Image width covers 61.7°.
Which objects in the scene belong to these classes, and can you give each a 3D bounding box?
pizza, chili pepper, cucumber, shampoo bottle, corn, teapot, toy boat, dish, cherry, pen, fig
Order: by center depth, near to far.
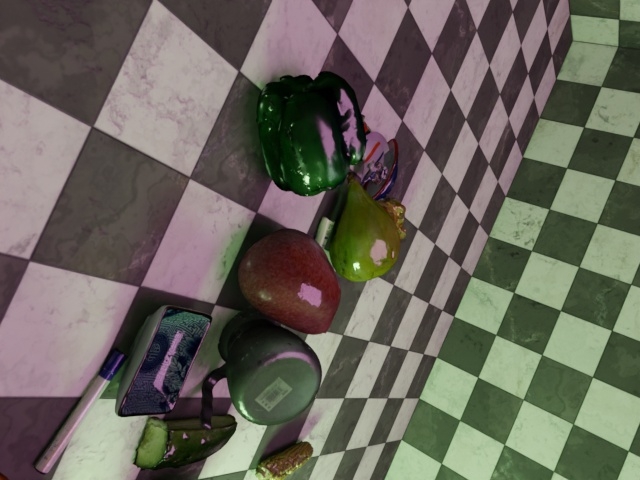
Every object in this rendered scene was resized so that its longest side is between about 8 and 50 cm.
[{"bbox_3d":[-0.481,0.342,1.080,0.269,0.033,0.033,-59,147,-15],"label":"pen"},{"bbox_3d":[-0.355,0.251,1.162,0.244,0.080,0.182,-68,155,-6],"label":"dish"},{"bbox_3d":[-0.027,-0.248,1.232,0.249,0.233,0.257,-60,145,-42],"label":"chili pepper"},{"bbox_3d":[-0.071,0.099,1.320,0.221,0.307,0.261,-41,177,15],"label":"cherry"},{"bbox_3d":[-0.161,0.328,1.352,0.223,0.285,0.306,16,104,-30],"label":"teapot"},{"bbox_3d":[-0.319,0.516,1.373,0.325,0.105,0.145,24,88,-61],"label":"cucumber"},{"bbox_3d":[0.000,0.000,1.594,0.049,0.034,0.141,16,96,-65],"label":"shampoo bottle"},{"bbox_3d":[0.110,-0.015,1.612,0.233,0.233,0.314,-51,127,-24],"label":"fig"},{"bbox_3d":[0.174,-0.264,1.659,0.219,0.071,0.318,-51,144,-28],"label":"toy boat"},{"bbox_3d":[-0.119,0.763,1.837,0.288,0.086,0.087,0,109,-58],"label":"corn"},{"bbox_3d":[0.236,-0.030,1.888,0.223,0.089,0.324,-39,139,-34],"label":"pizza"}]

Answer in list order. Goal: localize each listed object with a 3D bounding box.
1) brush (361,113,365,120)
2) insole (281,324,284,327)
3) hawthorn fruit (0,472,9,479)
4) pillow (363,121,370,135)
[{"bbox_3d":[0.077,-0.268,1.487,0.030,0.033,0.179,12,102,-45],"label":"brush"},{"bbox_3d":[-0.167,0.308,1.560,0.232,0.003,0.080,-49,144,-27],"label":"insole"},{"bbox_3d":[-0.594,0.428,0.848,0.179,0.179,0.201,-41,119,-36],"label":"hawthorn fruit"},{"bbox_3d":[0.054,-0.303,1.492,0.189,0.034,0.255,-59,149,-10],"label":"pillow"}]
